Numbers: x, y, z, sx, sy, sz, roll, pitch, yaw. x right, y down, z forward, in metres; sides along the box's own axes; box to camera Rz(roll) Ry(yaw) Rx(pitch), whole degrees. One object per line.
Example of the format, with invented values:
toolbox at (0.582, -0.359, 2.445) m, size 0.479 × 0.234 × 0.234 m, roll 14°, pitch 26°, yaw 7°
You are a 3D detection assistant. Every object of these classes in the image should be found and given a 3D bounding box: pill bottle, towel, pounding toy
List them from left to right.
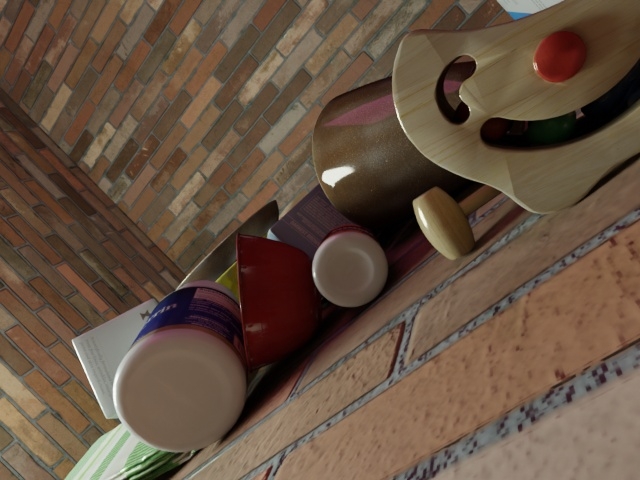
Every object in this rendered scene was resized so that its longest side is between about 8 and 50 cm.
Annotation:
towel at (-0.282, 0.317, 0.755) m, size 0.324 × 0.038 × 0.248 m, roll -35°, pitch 9°, yaw 11°
pill bottle at (-0.175, 0.151, 0.675) m, size 0.153 × 0.153 × 0.265 m, roll -44°, pitch 13°, yaw 3°
pill bottle at (0.036, 0.025, 0.602) m, size 0.086 × 0.086 × 0.152 m, roll -44°, pitch 3°, yaw 7°
pounding toy at (0.150, -0.119, 0.360) m, size 0.269 × 0.154 × 0.155 m, roll -43°, pitch 3°, yaw 27°

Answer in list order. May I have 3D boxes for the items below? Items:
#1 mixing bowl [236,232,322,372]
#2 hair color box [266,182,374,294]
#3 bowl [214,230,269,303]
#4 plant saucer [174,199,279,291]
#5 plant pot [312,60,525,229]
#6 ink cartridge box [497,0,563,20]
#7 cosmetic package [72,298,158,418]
mixing bowl at (-0.052, 0.076, 0.636) m, size 0.098 × 0.182 × 0.181 m, roll -5°, pitch -2°, yaw -6°
hair color box at (0.056, -0.051, 0.852) m, size 0.374 × 0.113 × 0.185 m, roll -45°, pitch -10°, yaw -31°
bowl at (-0.139, 0.124, 0.993) m, size 0.289 × 0.156 × 0.289 m, roll -44°, pitch 2°, yaw 2°
plant saucer at (-0.196, 0.033, 1.080) m, size 0.310 × 0.050 × 0.310 m, roll -45°, pitch 2°, yaw 2°
plant pot at (0.140, -0.138, 0.650) m, size 0.215 × 0.215 × 0.230 m, roll -46°, pitch 18°, yaw -31°
ink cartridge box at (0.510, -0.599, 0.987) m, size 0.166 × 0.285 × 0.395 m, roll -43°, pitch 3°, yaw 3°
cosmetic package at (-0.331, 0.223, 0.898) m, size 0.151 × 0.151 × 0.184 m, roll -28°, pitch -13°, yaw -17°
